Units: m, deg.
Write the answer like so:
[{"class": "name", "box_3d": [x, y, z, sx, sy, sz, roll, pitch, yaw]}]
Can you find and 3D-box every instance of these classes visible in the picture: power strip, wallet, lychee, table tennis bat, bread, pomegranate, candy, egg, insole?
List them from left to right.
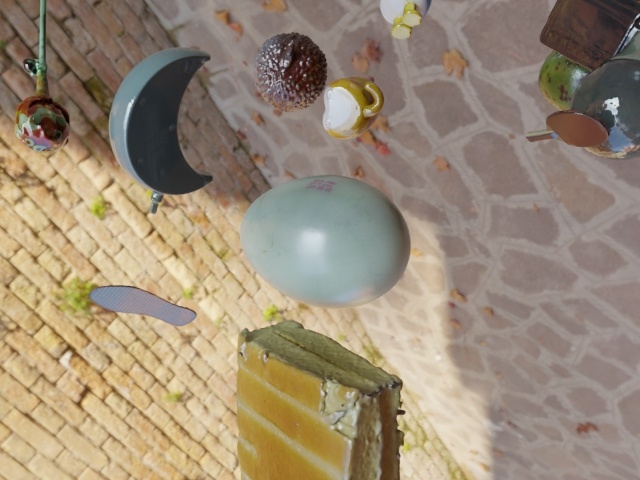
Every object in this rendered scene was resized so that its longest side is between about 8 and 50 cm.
[{"class": "candy", "box_3d": [-0.435, -0.272, 1.007, 0.078, 0.288, 0.084, 1, 163, -27]}, {"class": "insole", "box_3d": [-0.357, 0.136, 1.322, 0.253, 0.086, 0.005, 27, -146, -46]}, {"class": "power strip", "box_3d": [-0.235, -0.158, 0.969, 0.054, 0.167, 0.253, 31, 128, 36]}, {"class": "lychee", "box_3d": [-0.065, -0.361, 1.370, 0.165, 0.165, 0.197, 36, 175, 6]}, {"class": "bread", "box_3d": [-0.005, 0.239, 0.775, 0.246, 0.111, 0.239, 20, 115, 51]}, {"class": "egg", "box_3d": [0.000, 0.000, 0.892, 0.264, 0.183, 0.183, 8, 141, 36]}, {"class": "table tennis bat", "box_3d": [0.417, -0.187, 1.097, 0.095, 0.014, 0.158, 33, 166, -24]}, {"class": "pomegranate", "box_3d": [0.718, -0.433, 1.707, 0.270, 0.254, 0.254, 25, 162, -27]}, {"class": "wallet", "box_3d": [0.640, -0.535, 1.393, 0.247, 0.041, 0.323, 49, 131, 36]}]

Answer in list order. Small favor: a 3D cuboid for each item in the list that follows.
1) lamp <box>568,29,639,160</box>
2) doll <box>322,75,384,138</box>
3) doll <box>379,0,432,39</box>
[{"class": "lamp", "box_3d": [0.575, -0.291, 1.146, 0.182, 0.314, 0.182, 30, -177, -2]}, {"class": "doll", "box_3d": [0.092, -0.378, 1.793, 0.162, 0.269, 0.167, 9, 111, 3]}, {"class": "doll", "box_3d": [0.183, -0.504, 1.265, 0.098, 0.241, 0.135, 14, 146, 17]}]
